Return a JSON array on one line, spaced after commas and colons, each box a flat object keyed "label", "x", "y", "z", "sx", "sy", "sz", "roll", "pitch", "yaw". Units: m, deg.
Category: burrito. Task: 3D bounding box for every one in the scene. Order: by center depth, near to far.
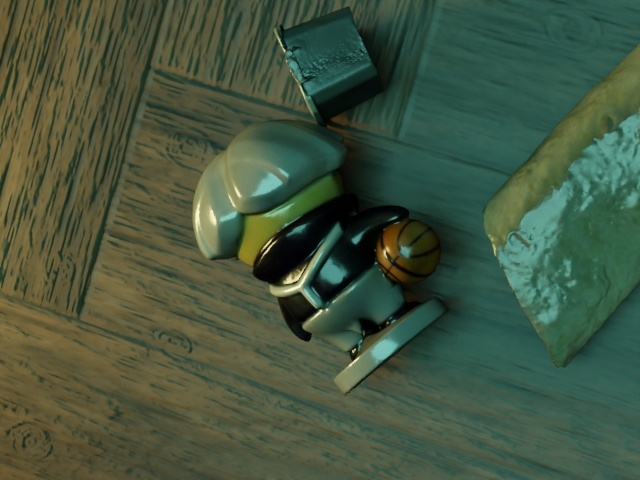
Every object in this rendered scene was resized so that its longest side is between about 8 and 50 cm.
[{"label": "burrito", "x": 0.247, "y": -0.049, "z": 1.310, "sx": 0.143, "sy": 0.105, "sz": 0.299, "roll": 42, "pitch": 99, "yaw": 8}]

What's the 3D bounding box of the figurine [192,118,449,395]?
[{"label": "figurine", "x": 0.000, "y": 0.000, "z": 1.357, "sx": 0.236, "sy": 0.133, "sz": 0.176, "roll": 50, "pitch": 120, "yaw": 7}]

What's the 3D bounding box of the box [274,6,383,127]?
[{"label": "box", "x": 0.010, "y": -0.154, "z": 1.373, "sx": 0.069, "sy": 0.122, "sz": 0.084, "roll": -25, "pitch": 85, "yaw": 3}]
